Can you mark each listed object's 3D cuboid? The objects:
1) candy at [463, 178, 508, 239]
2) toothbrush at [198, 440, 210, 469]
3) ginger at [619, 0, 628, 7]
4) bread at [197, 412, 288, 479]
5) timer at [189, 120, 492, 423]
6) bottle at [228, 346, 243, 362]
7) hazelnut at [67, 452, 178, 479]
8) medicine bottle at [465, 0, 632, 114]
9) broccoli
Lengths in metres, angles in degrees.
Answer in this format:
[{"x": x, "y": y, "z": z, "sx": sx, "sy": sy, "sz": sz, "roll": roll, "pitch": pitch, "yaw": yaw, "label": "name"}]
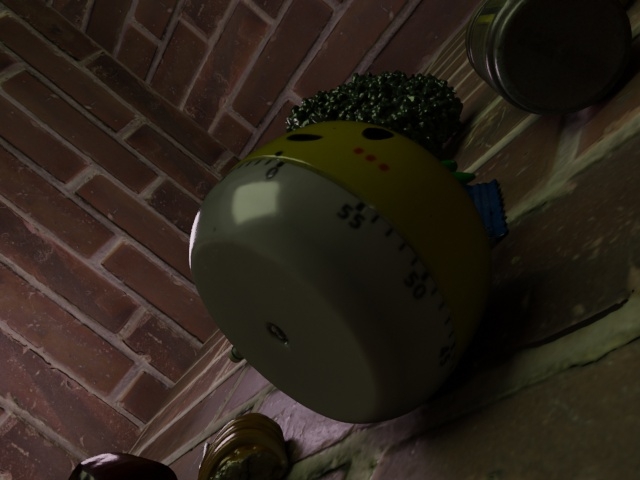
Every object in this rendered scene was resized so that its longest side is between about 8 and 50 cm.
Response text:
[{"x": 0.069, "y": -0.008, "z": 0.771, "sx": 0.331, "sy": 0.077, "sz": 0.187, "roll": -18, "pitch": 21, "yaw": 22, "label": "candy"}, {"x": -0.205, "y": 0.402, "z": 1.072, "sx": 0.022, "sy": 0.017, "sz": 0.204, "roll": -32, "pitch": 7, "yaw": -3, "label": "toothbrush"}, {"x": 0.445, "y": -0.471, "z": 0.957, "sx": 0.348, "sy": 0.122, "sz": 0.363, "roll": -44, "pitch": 15, "yaw": -9, "label": "ginger"}, {"x": -0.101, "y": 0.279, "z": 0.759, "sx": 0.119, "sy": 0.084, "sz": 0.177, "roll": -51, "pitch": 3, "yaw": -5, "label": "bread"}, {"x": 0.045, "y": 0.000, "z": 0.564, "sx": 0.285, "sy": 0.285, "sz": 0.285, "roll": -50, "pitch": 7, "yaw": 8, "label": "timer"}, {"x": -0.146, "y": 0.212, "z": 1.413, "sx": 0.269, "sy": 0.083, "sz": 0.083, "roll": -50, "pitch": 6, "yaw": 38, "label": "bottle"}, {"x": -0.344, "y": 0.465, "z": 1.059, "sx": 0.208, "sy": 0.208, "sz": 0.208, "roll": -50, "pitch": 7, "yaw": 8, "label": "hazelnut"}, {"x": 0.276, "y": -0.255, "z": 0.779, "sx": 0.151, "sy": 0.151, "sz": 0.322, "roll": -49, "pitch": 7, "yaw": 21, "label": "medicine bottle"}, {"x": 0.106, "y": -0.229, "z": 1.220, "sx": 0.334, "sy": 0.324, "sz": 0.272, "roll": -42, "pitch": -11, "yaw": -40, "label": "broccoli"}]
